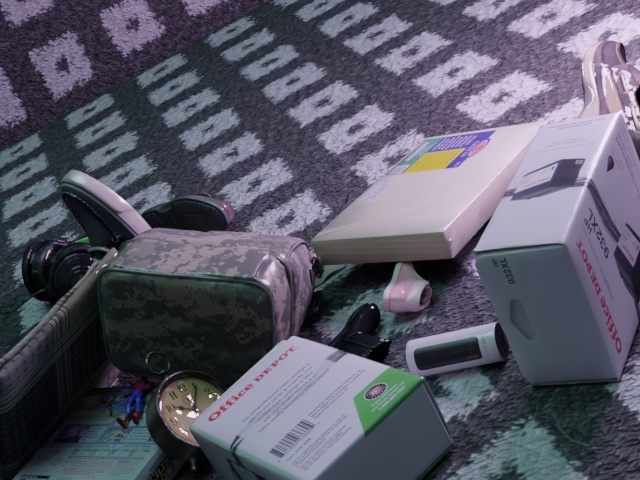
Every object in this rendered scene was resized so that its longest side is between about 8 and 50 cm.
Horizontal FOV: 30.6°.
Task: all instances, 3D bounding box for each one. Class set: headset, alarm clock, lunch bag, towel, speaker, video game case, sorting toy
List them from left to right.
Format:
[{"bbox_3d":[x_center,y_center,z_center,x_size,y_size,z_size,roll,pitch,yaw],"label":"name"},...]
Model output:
[{"bbox_3d":[-0.420,0.205,1.870,0.056,0.312,0.324,24,46,16],"label":"towel"},{"bbox_3d":[-0.529,0.042,2.381,0.394,0.185,0.243,-31,22,-34],"label":"headset"},{"bbox_3d":[-0.315,0.323,1.784,0.269,0.061,0.244,-7,32,37],"label":"video game case"},{"bbox_3d":[-0.197,0.241,1.694,0.129,0.192,0.064,-18,-23,-43],"label":"alarm clock"},{"bbox_3d":[-0.167,0.083,1.858,0.305,0.212,0.256,4,29,13],"label":"lunch bag"},{"bbox_3d":[0.003,0.041,2.040,0.075,0.045,0.083,-11,23,-10],"label":"sorting toy"},{"bbox_3d":[0.190,0.152,1.618,0.136,0.055,0.055,-14,28,25],"label":"speaker"}]

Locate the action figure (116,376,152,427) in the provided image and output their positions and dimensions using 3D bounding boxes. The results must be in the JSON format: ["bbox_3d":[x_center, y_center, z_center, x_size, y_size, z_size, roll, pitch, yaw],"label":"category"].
[{"bbox_3d":[-0.284,0.241,1.808,0.038,0.030,0.115,-23,22,19],"label":"action figure"}]

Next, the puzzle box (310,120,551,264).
[{"bbox_3d":[0.202,-0.084,1.999,0.272,0.052,0.409,-5,26,41],"label":"puzzle box"}]

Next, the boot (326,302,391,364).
[{"bbox_3d":[0.070,0.148,1.754,0.121,0.045,0.099,-46,28,-20],"label":"boot"}]

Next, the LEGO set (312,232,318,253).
[{"bbox_3d":[0.000,0.001,2.124,0.083,0.023,0.054,-37,27,-20],"label":"LEGO set"}]

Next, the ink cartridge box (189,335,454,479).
[{"bbox_3d":[-0.004,0.254,1.535,0.211,0.121,0.289,-40,28,-24],"label":"ink cartridge box"}]

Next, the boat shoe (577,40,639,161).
[{"bbox_3d":[0.506,-0.217,1.947,0.130,0.132,0.355,-6,40,20],"label":"boat shoe"}]

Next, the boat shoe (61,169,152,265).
[{"bbox_3d":[-0.362,0.043,2.056,0.158,0.340,0.127,-52,22,-23],"label":"boat shoe"}]

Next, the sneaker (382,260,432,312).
[{"bbox_3d":[0.145,0.073,1.824,0.070,0.051,0.134,0,25,18],"label":"sneaker"}]

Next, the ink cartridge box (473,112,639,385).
[{"bbox_3d":[0.339,0.008,1.543,0.129,0.223,0.307,-8,32,35],"label":"ink cartridge box"}]

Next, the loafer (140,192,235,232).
[{"bbox_3d":[-0.268,-0.062,2.434,0.267,0.096,0.084,-5,27,43],"label":"loafer"}]
